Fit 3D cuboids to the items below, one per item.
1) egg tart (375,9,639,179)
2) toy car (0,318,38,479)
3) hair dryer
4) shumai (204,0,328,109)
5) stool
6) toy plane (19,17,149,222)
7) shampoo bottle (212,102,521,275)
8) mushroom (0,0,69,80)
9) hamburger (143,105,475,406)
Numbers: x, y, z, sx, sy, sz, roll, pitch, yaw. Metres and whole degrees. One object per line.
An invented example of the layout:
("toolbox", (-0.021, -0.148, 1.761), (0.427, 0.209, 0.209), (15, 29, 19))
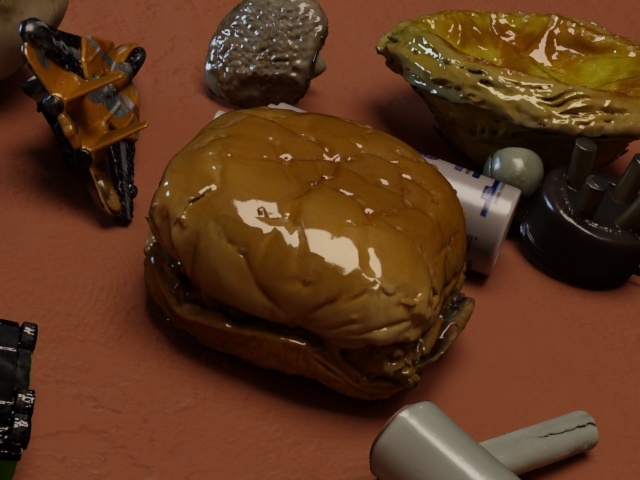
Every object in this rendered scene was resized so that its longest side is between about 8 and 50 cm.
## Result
("egg tart", (0.225, -0.154, 1.921), (0.341, 0.132, 0.341), (9, 23, -4))
("toy car", (-0.247, 0.114, 1.311), (0.071, 0.062, 0.165), (11, 30, -12))
("hair dryer", (0.157, 0.181, 1.424), (0.131, 0.073, 0.236), (38, 27, 30))
("shumai", (-0.041, -0.197, 1.916), (0.145, 0.145, 0.116), (35, -3, 29))
("stool", (0.246, -0.039, 1.775), (0.217, 0.121, 0.125), (29, 38, 12))
("toy plane", (-0.218, -0.146, 1.730), (0.103, 0.204, 0.316), (-25, 16, 4))
("shampoo bottle", (0.037, -0.060, 1.728), (0.303, 0.092, 0.092), (21, 30, 8))
("mushroom", (-0.374, -0.272, 1.734), (0.254, 0.234, 0.260), (25, 31, 22))
("hamburger", (0.000, 0.000, 1.542), (0.319, 0.158, 0.318), (14, 31, -8))
